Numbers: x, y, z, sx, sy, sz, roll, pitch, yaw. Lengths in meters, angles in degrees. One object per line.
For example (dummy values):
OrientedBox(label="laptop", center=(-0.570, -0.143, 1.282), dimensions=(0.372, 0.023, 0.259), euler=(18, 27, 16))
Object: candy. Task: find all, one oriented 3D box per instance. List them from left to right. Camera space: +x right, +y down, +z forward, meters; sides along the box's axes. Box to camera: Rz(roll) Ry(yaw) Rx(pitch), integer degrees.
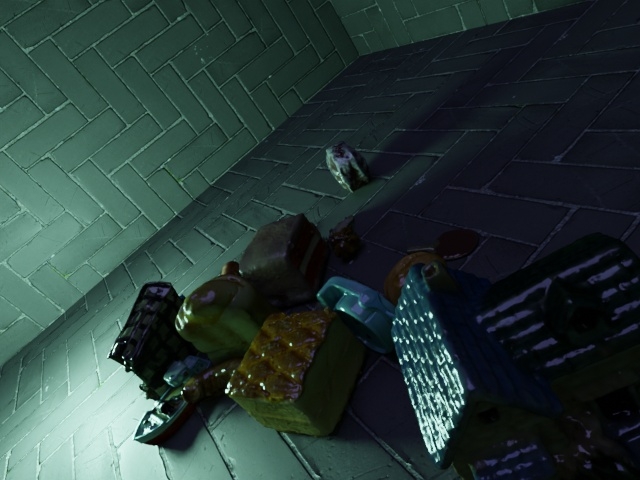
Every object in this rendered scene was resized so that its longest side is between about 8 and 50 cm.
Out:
OrientedBox(label="candy", center=(0.123, -0.334, 2.063), dimensions=(0.157, 0.214, 0.289), euler=(-30, 31, 5))

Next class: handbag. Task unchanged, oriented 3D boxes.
OrientedBox(label="handbag", center=(-0.588, 0.372, 1.690), dimensions=(0.163, 0.325, 0.326), euler=(-1, 44, 21))

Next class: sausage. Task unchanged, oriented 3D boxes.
OrientedBox(label="sausage", center=(-0.382, 0.222, 1.933), dimensions=(0.094, 0.094, 0.418), euler=(-45, 26, 16))

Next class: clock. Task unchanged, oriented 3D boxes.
OrientedBox(label="clock", center=(0.128, 0.212, 1.239), dimensions=(0.094, 0.223, 0.274), euler=(-48, 31, -18))

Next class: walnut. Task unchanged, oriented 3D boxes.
OrientedBox(label="walnut", center=(0.272, 0.119, 1.295), dimensions=(0.207, 0.159, 0.159), euler=(-40, 28, -20))

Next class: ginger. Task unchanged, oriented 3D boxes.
OrientedBox(label="ginger", center=(-0.300, 0.446, 1.491), dimensions=(0.310, 0.107, 0.133), euler=(-22, 14, 15))

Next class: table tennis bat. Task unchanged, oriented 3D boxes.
OrientedBox(label="table tennis bat", center=(0.383, 0.019, 1.458), dimensions=(0.235, 0.022, 0.131), euler=(-11, 38, 36))

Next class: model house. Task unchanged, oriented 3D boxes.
OrientedBox(label="model house", center=(0.364, 0.209, 0.808), dimensions=(0.446, 0.399, 0.395), euler=(-28, 27, 15))

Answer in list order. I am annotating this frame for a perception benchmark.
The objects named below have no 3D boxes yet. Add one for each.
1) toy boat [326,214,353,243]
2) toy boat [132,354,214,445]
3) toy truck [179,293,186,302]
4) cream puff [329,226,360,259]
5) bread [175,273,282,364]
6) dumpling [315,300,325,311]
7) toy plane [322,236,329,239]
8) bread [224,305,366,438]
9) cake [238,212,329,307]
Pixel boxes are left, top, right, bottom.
OrientedBox(label="toy boat", center=(0.092, -0.049, 1.844), dimensions=(0.085, 0.066, 0.210), euler=(-3, 30, 28))
OrientedBox(label="toy boat", center=(-0.505, 0.534, 1.561), dimensions=(0.145, 0.133, 0.331), euler=(-1, 45, 46))
OrientedBox(label="toy truck", center=(-0.648, 0.313, 2.071), dimensions=(0.126, 0.113, 0.208), euler=(-41, 30, -9))
OrientedBox(label="cream puff", center=(0.087, 0.011, 1.702), dimensions=(0.116, 0.121, 0.094), euler=(6, 7, 24))
OrientedBox(label="bread", center=(-0.309, 0.250, 1.552), dimensions=(0.301, 0.341, 0.210), euler=(-31, 36, 21))
OrientedBox(label="dumpling", center=(0.033, 0.229, 1.422), dimensions=(0.188, 0.127, 0.108), euler=(-38, 41, -9))
OrientedBox(label="toy plane", center=(0.000, -0.002, 1.849), dimensions=(0.078, 0.084, 0.024), euler=(-10, 52, -3))
OrientedBox(label="bread", center=(-0.059, 0.355, 1.254), dimensions=(0.279, 0.207, 0.279), euler=(-11, 37, 36))
OrientedBox(label="cake", center=(-0.126, 0.071, 1.726), dimensions=(0.230, 0.237, 0.308), euler=(-18, 31, 25))
